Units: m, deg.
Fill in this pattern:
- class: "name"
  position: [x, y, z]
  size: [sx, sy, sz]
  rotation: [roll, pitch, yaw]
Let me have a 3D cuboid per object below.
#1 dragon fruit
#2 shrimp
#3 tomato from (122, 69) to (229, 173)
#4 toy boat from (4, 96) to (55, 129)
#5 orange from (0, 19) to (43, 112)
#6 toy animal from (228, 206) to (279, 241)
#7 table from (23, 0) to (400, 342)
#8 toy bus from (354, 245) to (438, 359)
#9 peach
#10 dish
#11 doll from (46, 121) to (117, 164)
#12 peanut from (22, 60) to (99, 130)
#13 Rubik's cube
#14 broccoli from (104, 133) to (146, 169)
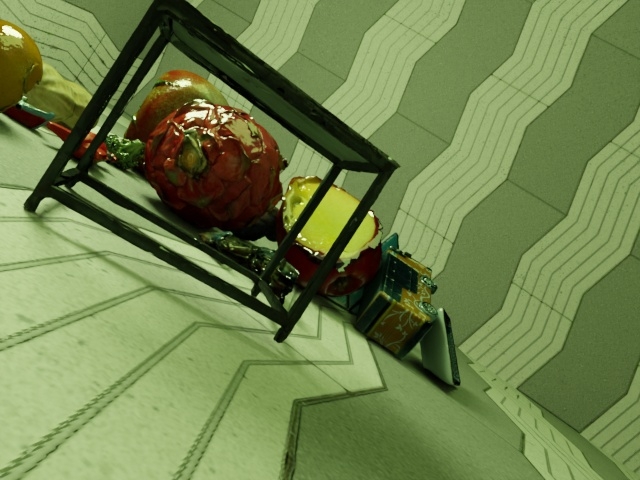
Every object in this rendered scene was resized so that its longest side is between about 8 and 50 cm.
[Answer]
- class: "dragon fruit"
  position: [-0.220, -0.157, 1.091]
  size: [0.277, 0.278, 0.342]
  rotation: [35, 4, 14]
- class: "shrimp"
  position: [-0.139, 0.026, 0.947]
  size: [0.178, 0.075, 0.289]
  rotation: [25, 7, -24]
- class: "tomato"
  position: [-0.372, -0.285, 1.344]
  size: [0.239, 0.304, 0.303]
  rotation: [32, 3, -23]
- class: "toy boat"
  position: [-0.563, -0.264, 0.929]
  size: [0.172, 0.059, 0.069]
  rotation: [35, 2, 4]
- class: "orange"
  position: [-0.517, -0.272, 0.794]
  size: [0.154, 0.154, 0.134]
  rotation: [36, -39, 39]
- class: "toy animal"
  position: [-0.188, -0.086, 1.341]
  size: [0.298, 0.186, 0.122]
  rotation: [-1, 27, -37]
- class: "table"
  position: [-0.131, -0.085, 0.676]
  size: [0.335, 0.272, 0.222]
  rotation: [33, 1, -20]
- class: "toy bus"
  position: [0.191, 0.143, 1.274]
  size: [0.167, 0.139, 0.275]
  rotation: [32, 28, -2]
- class: "peach"
  position: [0.000, 0.000, 1.288]
  size: [0.257, 0.201, 0.362]
  rotation: [-12, 48, -25]
- class: "dish"
  position: [0.299, 0.279, 1.294]
  size: [0.080, 0.182, 0.243]
  rotation: [-11, -19, 16]
- class: "doll"
  position: [-0.437, -0.178, 0.965]
  size: [0.109, 0.057, 0.169]
  rotation: [32, 3, -7]
- class: "peanut"
  position: [-0.567, -0.304, 1.094]
  size: [0.125, 0.111, 0.274]
  rotation: [39, 3, 7]
- class: "Rubik's cube"
  position: [0.119, 0.134, 1.480]
  size: [0.228, 0.233, 0.229]
  rotation: [88, 1, -46]
- class: "broccoli"
  position: [-0.444, -0.208, 1.159]
  size: [0.097, 0.092, 0.095]
  rotation: [53, 7, -25]
